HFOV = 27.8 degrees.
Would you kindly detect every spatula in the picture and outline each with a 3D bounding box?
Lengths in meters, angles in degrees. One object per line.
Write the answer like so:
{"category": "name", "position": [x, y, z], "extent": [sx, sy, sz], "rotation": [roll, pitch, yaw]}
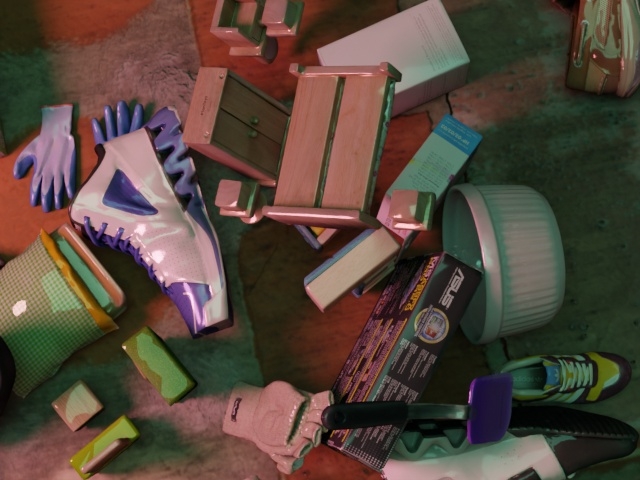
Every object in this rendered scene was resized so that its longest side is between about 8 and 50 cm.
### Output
{"category": "spatula", "position": [0.120, 0.199, 1.497], "extent": [0.297, 0.030, 0.084], "rotation": [2, 92, -34]}

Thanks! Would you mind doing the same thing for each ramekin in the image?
{"category": "ramekin", "position": [0.234, 0.025, 1.650], "extent": [0.109, 0.207, 0.207], "rotation": [-7, 79, -8]}

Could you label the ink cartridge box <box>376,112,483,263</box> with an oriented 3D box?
{"category": "ink cartridge box", "position": [0.132, -0.067, 1.702], "extent": [0.062, 0.104, 0.181], "rotation": [35, 71, 8]}

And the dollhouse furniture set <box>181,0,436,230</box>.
{"category": "dollhouse furniture set", "position": [0.028, -0.153, 1.634], "extent": [0.356, 0.174, 0.303], "rotation": [5, 78, 31]}

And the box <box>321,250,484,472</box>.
{"category": "box", "position": [0.089, 0.147, 1.618], "extent": [0.060, 0.216, 0.270], "rotation": [30, 81, -9]}

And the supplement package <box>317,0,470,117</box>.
{"category": "supplement package", "position": [0.098, -0.234, 1.752], "extent": [0.179, 0.105, 0.105], "rotation": [-24, 79, -3]}

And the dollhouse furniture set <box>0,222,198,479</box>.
{"category": "dollhouse furniture set", "position": [-0.326, 0.134, 1.661], "extent": [0.198, 0.151, 0.301], "rotation": [-40, 85, -5]}

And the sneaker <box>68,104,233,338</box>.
{"category": "sneaker", "position": [-0.231, -0.008, 1.709], "extent": [0.182, 0.127, 0.315], "rotation": [-17, 76, -3]}

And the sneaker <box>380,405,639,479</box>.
{"category": "sneaker", "position": [0.240, 0.294, 1.649], "extent": [0.331, 0.122, 0.146], "rotation": [-4, 97, 1]}

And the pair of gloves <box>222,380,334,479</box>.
{"category": "pair of gloves", "position": [-0.068, 0.297, 1.627], "extent": [0.042, 0.204, 0.240], "rotation": [20, 74, -33]}

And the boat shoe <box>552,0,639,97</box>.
{"category": "boat shoe", "position": [0.371, -0.353, 1.758], "extent": [0.117, 0.123, 0.324], "rotation": [-2, 77, 4]}

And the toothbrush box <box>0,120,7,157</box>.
{"category": "toothbrush box", "position": [-0.568, -0.236, 1.773], "extent": [0.206, 0.122, 0.283], "rotation": [-13, 77, 0]}

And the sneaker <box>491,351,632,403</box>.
{"category": "sneaker", "position": [0.314, 0.179, 1.672], "extent": [0.186, 0.084, 0.069], "rotation": [-8, 79, 1]}

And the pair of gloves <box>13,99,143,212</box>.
{"category": "pair of gloves", "position": [-0.325, -0.116, 1.789], "extent": [0.198, 0.023, 0.159], "rotation": [1, 79, 2]}

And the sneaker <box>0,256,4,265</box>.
{"category": "sneaker", "position": [-0.492, 0.040, 1.758], "extent": [0.119, 0.047, 0.057], "rotation": [10, 91, 6]}

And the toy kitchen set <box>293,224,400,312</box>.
{"category": "toy kitchen set", "position": [0.000, 0.000, 1.656], "extent": [0.122, 0.207, 0.166], "rotation": [-39, 82, -6]}

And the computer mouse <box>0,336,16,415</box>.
{"category": "computer mouse", "position": [-0.464, 0.187, 1.661], "extent": [0.188, 0.072, 0.272], "rotation": [47, 128, 8]}
